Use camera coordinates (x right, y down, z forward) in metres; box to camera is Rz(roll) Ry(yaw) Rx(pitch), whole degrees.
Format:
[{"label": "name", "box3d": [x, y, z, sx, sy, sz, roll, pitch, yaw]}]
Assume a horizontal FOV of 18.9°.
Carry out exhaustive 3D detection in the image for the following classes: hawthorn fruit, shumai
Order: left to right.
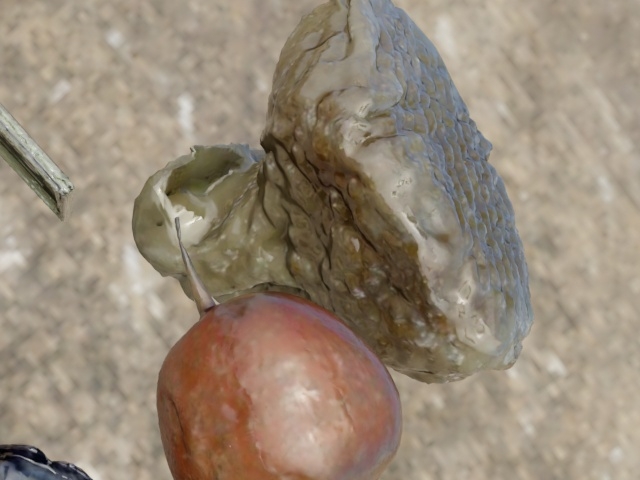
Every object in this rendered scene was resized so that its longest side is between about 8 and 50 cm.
[{"label": "hawthorn fruit", "box3d": [-0.042, 0.099, 1.160, 0.189, 0.149, 0.149, 38, 29, -21]}, {"label": "shumai", "box3d": [0.000, 0.000, 1.451, 0.267, 0.262, 0.314, 29, 36, -58]}]

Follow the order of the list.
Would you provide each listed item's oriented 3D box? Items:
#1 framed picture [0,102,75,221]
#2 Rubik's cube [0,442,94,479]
[{"label": "framed picture", "box3d": [-0.182, -0.078, 0.960, 0.173, 0.010, 0.231, 48, -7, -2]}, {"label": "Rubik's cube", "box3d": [-0.177, 0.376, 1.247, 0.362, 0.363, 0.359, 26, 65, -19]}]
